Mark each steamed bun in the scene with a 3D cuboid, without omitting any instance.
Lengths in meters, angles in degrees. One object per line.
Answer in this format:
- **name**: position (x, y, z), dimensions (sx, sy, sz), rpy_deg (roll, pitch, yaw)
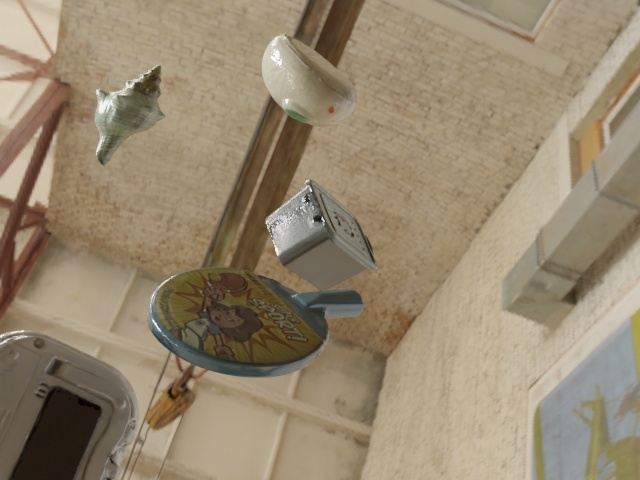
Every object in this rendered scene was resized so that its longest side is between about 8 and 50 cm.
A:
- **steamed bun**: position (-0.032, -0.319, 1.684), dimensions (0.228, 0.130, 0.177), rpy_deg (46, -161, 17)

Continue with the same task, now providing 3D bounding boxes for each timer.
- **timer**: position (-0.360, 0.254, 1.025), dimensions (0.237, 0.087, 0.261), rpy_deg (32, -120, -25)

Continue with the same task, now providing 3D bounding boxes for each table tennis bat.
- **table tennis bat**: position (-0.072, 0.097, 1.063), dimensions (0.329, 0.044, 0.215), rpy_deg (-5, -147, -42)

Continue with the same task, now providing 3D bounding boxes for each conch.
- **conch**: position (-0.419, -0.289, 1.760), dimensions (0.234, 0.114, 0.137), rpy_deg (-47, -69, -24)

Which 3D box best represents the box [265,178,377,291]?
- **box**: position (0.000, 0.000, 0.874), dimensions (0.122, 0.069, 0.084), rpy_deg (38, -156, -51)
